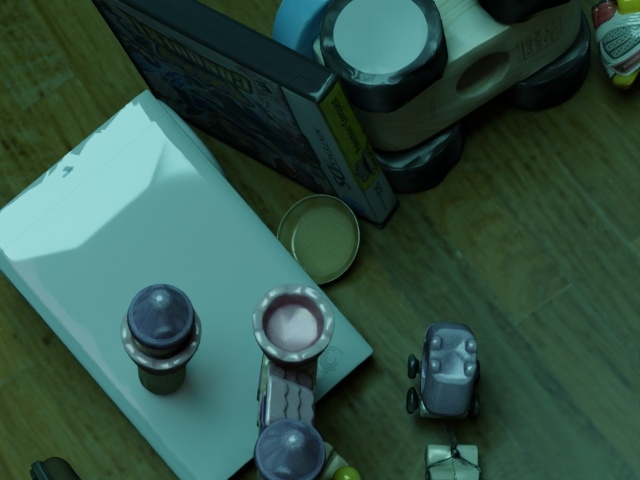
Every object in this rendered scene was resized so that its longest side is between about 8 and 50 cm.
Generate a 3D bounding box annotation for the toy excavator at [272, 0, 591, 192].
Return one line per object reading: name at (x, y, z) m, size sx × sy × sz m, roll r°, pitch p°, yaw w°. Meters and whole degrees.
toy excavator at (0.103, -0.340, 1.787) m, size 0.433 × 0.222 × 0.445 m, roll -32°, pitch 66°, yaw -4°

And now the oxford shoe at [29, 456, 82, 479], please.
oxford shoe at (-0.155, 0.253, 1.663) m, size 0.227 × 0.083 × 0.096 m, roll 39°, pitch 75°, yaw 16°

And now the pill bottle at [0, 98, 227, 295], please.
pill bottle at (-0.198, -0.024, 1.787) m, size 0.215 × 0.117 × 0.117 m, roll -41°, pitch 61°, yaw -8°

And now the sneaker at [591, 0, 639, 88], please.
sneaker at (0.362, -0.183, 1.753) m, size 0.225 × 0.088 × 0.093 m, roll -6°, pitch 87°, yaw 8°

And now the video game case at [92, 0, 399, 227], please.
video game case at (-0.071, -0.132, 1.733) m, size 0.275 × 0.248 × 0.035 m, roll 29°, pitch 76°, yaw 25°

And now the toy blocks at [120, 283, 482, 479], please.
toy blocks at (-0.011, 0.171, 1.517) m, size 0.309 × 0.260 × 0.289 m, roll 3°, pitch 68°, yaw -3°

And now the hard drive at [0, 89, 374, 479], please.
hard drive at (-0.129, 0.048, 1.703) m, size 0.203 × 0.040 × 0.307 m, roll -41°, pitch 87°, yaw -8°

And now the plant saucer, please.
plant saucer at (0.000, 0.000, 1.771) m, size 0.083 × 0.015 × 0.083 m, roll -4°, pitch 79°, yaw 23°
